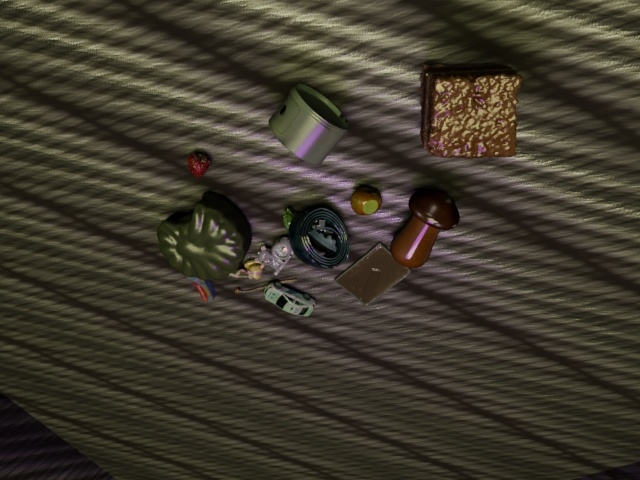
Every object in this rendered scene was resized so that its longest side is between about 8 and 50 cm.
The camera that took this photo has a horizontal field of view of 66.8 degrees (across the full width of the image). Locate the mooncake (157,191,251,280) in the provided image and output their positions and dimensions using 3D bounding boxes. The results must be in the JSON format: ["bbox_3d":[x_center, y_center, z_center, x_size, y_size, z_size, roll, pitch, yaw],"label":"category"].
[{"bbox_3d":[-0.448,-0.001,1.891,0.351,0.187,0.351,2,120,3],"label":"mooncake"}]

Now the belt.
[{"bbox_3d":[0.000,0.000,1.827,0.267,0.206,0.116,47,153,-25],"label":"belt"}]

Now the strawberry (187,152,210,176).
[{"bbox_3d":[-0.449,-0.279,1.790,0.083,0.083,0.096,9,128,1],"label":"strawberry"}]

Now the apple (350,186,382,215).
[{"bbox_3d":[0.166,-0.143,1.781,0.114,0.099,0.102,-1,126,-21],"label":"apple"}]

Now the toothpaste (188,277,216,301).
[{"bbox_3d":[-0.521,0.175,2.085,0.070,0.044,0.193,-11,118,15],"label":"toothpaste"}]

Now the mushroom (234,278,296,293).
[{"bbox_3d":[-0.234,0.196,2.078,0.286,0.028,0.026,-10,77,12],"label":"mushroom"}]

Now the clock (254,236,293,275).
[{"bbox_3d":[-0.180,0.047,1.945,0.117,0.080,0.176,32,120,-12],"label":"clock"}]

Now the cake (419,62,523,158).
[{"bbox_3d":[0.445,-0.405,1.478,0.282,0.290,0.256,0,122,6],"label":"cake"}]

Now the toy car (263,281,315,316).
[{"bbox_3d":[-0.134,0.256,2.057,0.224,0.076,0.090,24,126,-15],"label":"toy car"}]

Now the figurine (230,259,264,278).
[{"bbox_3d":[-0.319,0.124,2.016,0.187,0.083,0.083,-6,120,12],"label":"figurine"}]

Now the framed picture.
[{"bbox_3d":[0.213,0.144,1.992,0.192,0.018,0.265,41,116,-17],"label":"framed picture"}]

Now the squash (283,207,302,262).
[{"bbox_3d":[-0.091,-0.022,1.875,0.068,0.077,0.219,-13,100,46],"label":"squash"}]

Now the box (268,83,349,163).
[{"bbox_3d":[-0.037,-0.382,1.587,0.226,0.226,0.149,35,118,-14],"label":"box"}]

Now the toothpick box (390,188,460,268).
[{"bbox_3d":[0.374,-0.046,1.768,0.192,0.192,0.294,20,128,-5],"label":"toothpick box"}]
